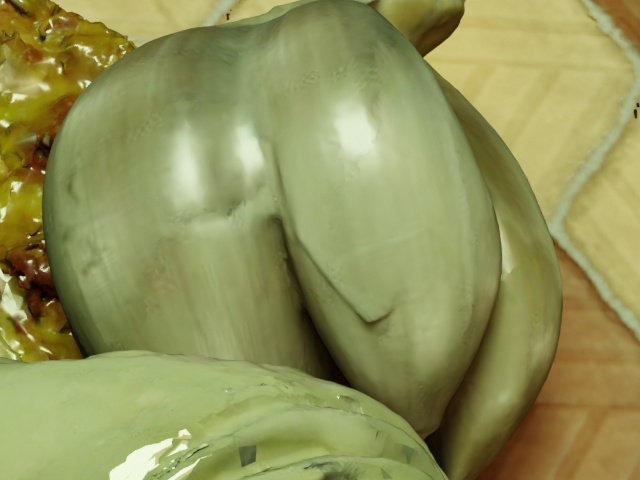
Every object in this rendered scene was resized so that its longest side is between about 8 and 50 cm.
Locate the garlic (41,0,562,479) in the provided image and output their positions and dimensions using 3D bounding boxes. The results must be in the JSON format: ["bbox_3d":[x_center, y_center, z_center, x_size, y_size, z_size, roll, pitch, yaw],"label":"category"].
[{"bbox_3d":[0.000,0.000,0.897,0.210,0.237,0.292,-15,62,17],"label":"garlic"}]

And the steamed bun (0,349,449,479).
[{"bbox_3d":[-0.039,0.180,0.700,0.320,0.206,0.275,50,59,-15],"label":"steamed bun"}]

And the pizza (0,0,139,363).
[{"bbox_3d":[-0.129,-0.025,0.955,0.161,0.085,0.305,-12,61,-17],"label":"pizza"}]
